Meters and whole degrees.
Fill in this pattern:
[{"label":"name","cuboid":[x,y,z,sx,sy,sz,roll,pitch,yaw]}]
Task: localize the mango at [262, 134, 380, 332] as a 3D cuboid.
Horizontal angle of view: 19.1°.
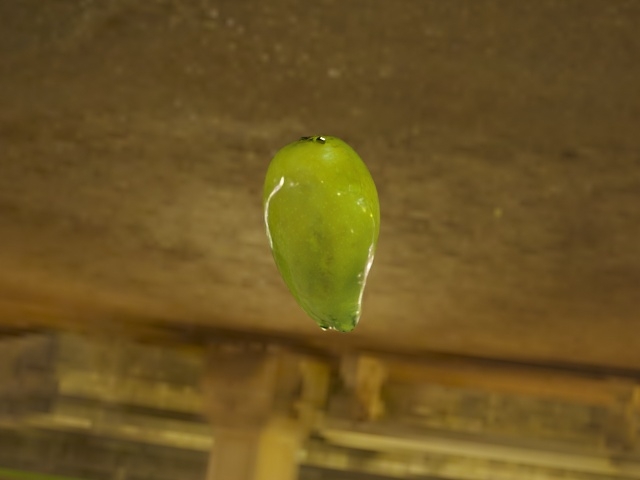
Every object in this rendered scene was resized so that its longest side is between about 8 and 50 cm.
[{"label":"mango","cuboid":[0.000,0.000,1.386,0.074,0.165,0.091,-27,-142,-30]}]
